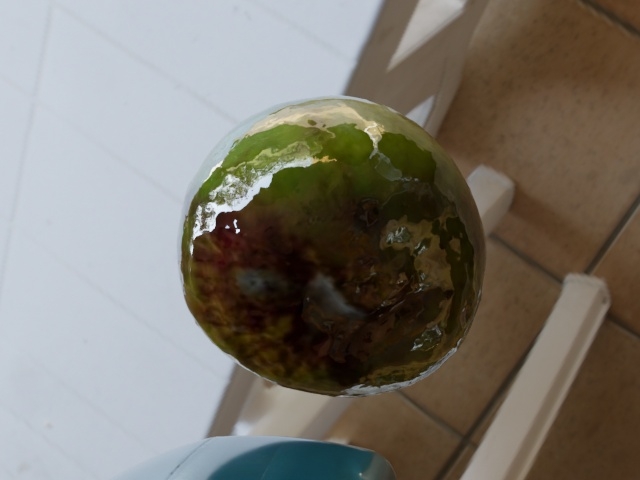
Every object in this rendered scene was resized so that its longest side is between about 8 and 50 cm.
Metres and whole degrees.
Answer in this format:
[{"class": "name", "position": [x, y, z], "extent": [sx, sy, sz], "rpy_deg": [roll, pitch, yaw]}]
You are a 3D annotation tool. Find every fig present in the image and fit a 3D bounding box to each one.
[{"class": "fig", "position": [0.000, 0.000, 0.694], "extent": [0.191, 0.181, 0.181], "rpy_deg": [43, 147, 54]}]

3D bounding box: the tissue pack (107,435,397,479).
[{"class": "tissue pack", "position": [-0.054, 0.255, 0.595], "extent": [0.206, 0.198, 0.288], "rpy_deg": [-7, 96, 11]}]
